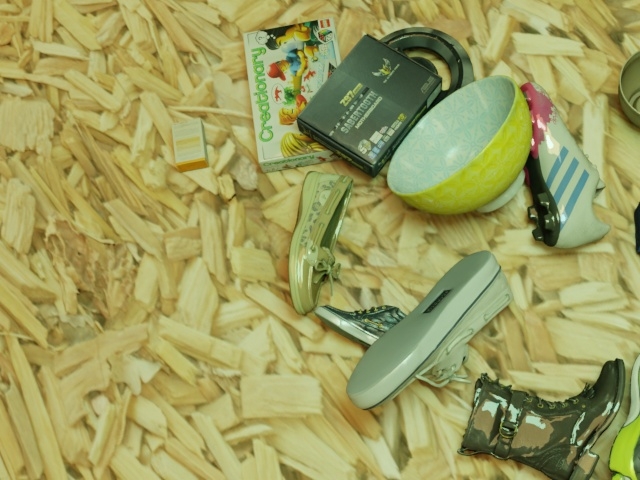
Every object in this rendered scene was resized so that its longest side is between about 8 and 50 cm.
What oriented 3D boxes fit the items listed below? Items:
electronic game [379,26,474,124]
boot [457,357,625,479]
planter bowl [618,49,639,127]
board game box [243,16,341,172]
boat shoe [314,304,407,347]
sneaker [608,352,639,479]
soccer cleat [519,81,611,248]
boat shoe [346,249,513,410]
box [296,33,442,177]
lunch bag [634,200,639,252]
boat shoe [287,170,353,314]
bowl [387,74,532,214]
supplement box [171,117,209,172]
[{"bbox_3d":[0.190,-0.322,1.709,0.229,0.048,0.229,-2,74,8],"label":"electronic game"},{"bbox_3d":[0.371,0.278,1.441,0.229,0.091,0.262,23,71,19],"label":"boot"},{"bbox_3d":[0.631,-0.267,1.595,0.162,0.109,0.162,-3,69,8],"label":"planter bowl"},{"bbox_3d":[-0.044,-0.297,1.729,0.193,0.053,0.305,-10,69,3],"label":"board game box"},{"bbox_3d":[0.085,0.144,1.545,0.183,0.065,0.083,27,75,9],"label":"boat shoe"},{"bbox_3d":[0.562,0.277,1.363,0.121,0.111,0.299,-14,42,49],"label":"sneaker"},{"bbox_3d":[0.443,-0.139,1.585,0.143,0.116,0.331,-3,71,-10],"label":"soccer cleat"},{"bbox_3d":[0.207,0.188,1.467,0.367,0.136,0.156,-43,106,-27],"label":"boat shoe"},{"bbox_3d":[0.094,-0.260,1.640,0.183,0.059,0.232,35,76,17],"label":"box"},{"bbox_3d":[0.602,-0.028,1.532,0.065,0.067,0.098,2,69,8],"label":"lunch bag"},{"bbox_3d":[0.000,0.000,1.585,0.089,0.104,0.285,3,69,12],"label":"boat shoe"},{"bbox_3d":[0.280,-0.143,1.555,0.156,0.289,0.289,43,77,-23],"label":"bowl"},{"bbox_3d":[-0.263,-0.192,1.729,0.062,0.036,0.098,-11,69,4],"label":"supplement box"}]
